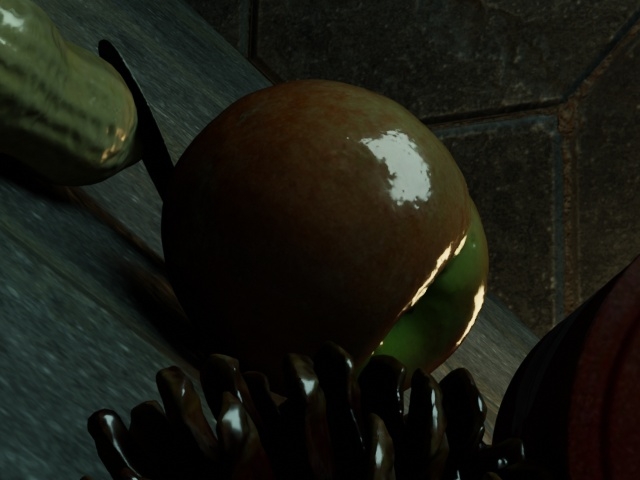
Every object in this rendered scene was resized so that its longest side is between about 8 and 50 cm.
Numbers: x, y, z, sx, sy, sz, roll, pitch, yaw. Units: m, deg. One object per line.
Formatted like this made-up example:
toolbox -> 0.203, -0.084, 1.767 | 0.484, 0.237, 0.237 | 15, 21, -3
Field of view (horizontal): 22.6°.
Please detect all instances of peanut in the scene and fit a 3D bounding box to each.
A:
peanut -> -0.220, -0.110, 1.195 | 0.123, 0.123, 0.257 | 44, 3, 24

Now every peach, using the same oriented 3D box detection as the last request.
peach -> 0.000, 0.000, 1.195 | 0.252, 0.252, 0.252 | 40, 8, -7

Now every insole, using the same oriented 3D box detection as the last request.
insole -> -0.128, -0.056, 1.292 | 0.232, 0.003, 0.080 | 67, -22, -5

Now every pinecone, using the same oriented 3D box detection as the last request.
pinecone -> -0.013, 0.132, 0.601 | 0.208, 0.208, 0.208 | 40, 8, -7

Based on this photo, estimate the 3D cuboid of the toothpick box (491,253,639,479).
toothpick box -> 0.189, 0.098, 0.720 | 0.204, 0.204, 0.333 | 42, -7, 8
